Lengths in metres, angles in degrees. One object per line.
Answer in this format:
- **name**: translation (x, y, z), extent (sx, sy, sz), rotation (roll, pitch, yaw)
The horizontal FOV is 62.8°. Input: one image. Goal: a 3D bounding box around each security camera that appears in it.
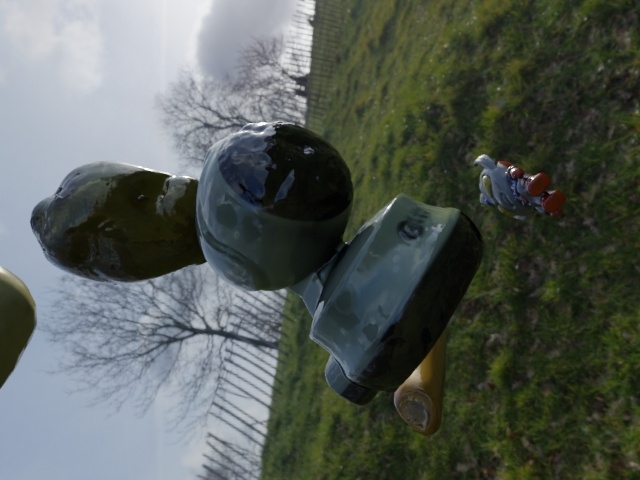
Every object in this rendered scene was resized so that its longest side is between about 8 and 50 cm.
- **security camera**: translation (0.000, 0.000, 0.528), extent (0.197, 0.277, 0.191), rotation (-50, -11, -43)

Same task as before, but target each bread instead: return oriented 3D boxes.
- **bread**: translation (0.165, 0.204, 0.846), extent (0.239, 0.073, 0.093), rotation (-56, -33, -63)

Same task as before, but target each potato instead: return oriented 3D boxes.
- **potato**: translation (-0.338, -0.031, 0.957), extent (0.202, 0.350, 0.218), rotation (103, 172, -70)

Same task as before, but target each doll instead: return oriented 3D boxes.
- **doll**: translation (0.252, -0.065, 0.682), extent (0.062, 0.104, 0.195), rotation (-62, 6, 6)

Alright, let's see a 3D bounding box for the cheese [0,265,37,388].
- **cheese**: translation (-0.448, 0.099, 0.468), extent (0.351, 0.328, 0.130), rotation (-34, -58, -21)
